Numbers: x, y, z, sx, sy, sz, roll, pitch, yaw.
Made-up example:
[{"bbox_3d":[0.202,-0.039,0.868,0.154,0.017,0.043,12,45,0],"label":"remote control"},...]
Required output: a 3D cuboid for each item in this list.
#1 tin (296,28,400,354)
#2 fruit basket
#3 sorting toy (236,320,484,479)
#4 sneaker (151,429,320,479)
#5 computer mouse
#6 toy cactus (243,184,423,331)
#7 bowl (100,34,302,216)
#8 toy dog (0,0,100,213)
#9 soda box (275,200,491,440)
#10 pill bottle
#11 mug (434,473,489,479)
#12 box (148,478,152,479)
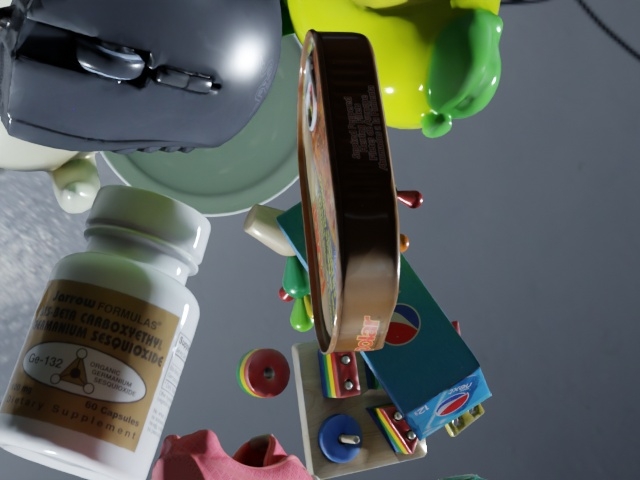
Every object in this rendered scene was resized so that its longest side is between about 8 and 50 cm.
[{"bbox_3d":[0.012,-0.028,0.703,0.040,0.106,0.190,1,56,-11],"label":"tin"},{"bbox_3d":[0.028,-0.267,1.051,0.392,0.392,0.283,-26,128,-19],"label":"fruit basket"},{"bbox_3d":[0.055,0.155,1.274,0.274,0.046,0.132,-6,89,-31],"label":"sorting toy"},{"bbox_3d":[-0.015,0.209,0.932,0.314,0.115,0.136,32,50,-56],"label":"sneaker"},{"bbox_3d":[-0.078,-0.051,0.323,0.242,0.041,0.071,-9,128,-57],"label":"computer mouse"},{"bbox_3d":[0.000,0.000,1.504,0.180,0.112,0.219,24,124,-21],"label":"toy cactus"},{"bbox_3d":[-0.140,-0.181,1.608,0.297,0.134,0.298,-1,94,-8],"label":"bowl"},{"bbox_3d":[-0.328,-0.245,1.248,0.284,0.408,0.396,-8,70,-1],"label":"toy dog"},{"bbox_3d":[0.049,0.051,1.053,0.071,0.210,0.067,-33,149,-2],"label":"soda box"},{"bbox_3d":[-0.173,0.077,1.086,0.131,0.131,0.229,27,71,-28],"label":"pill bottle"},{"bbox_3d":[0.169,0.325,1.530,0.157,0.129,0.097,-14,83,17],"label":"mug"},{"bbox_3d":[-0.162,0.411,2.015,0.232,0.058,0.087,10,63,-33],"label":"box"}]
